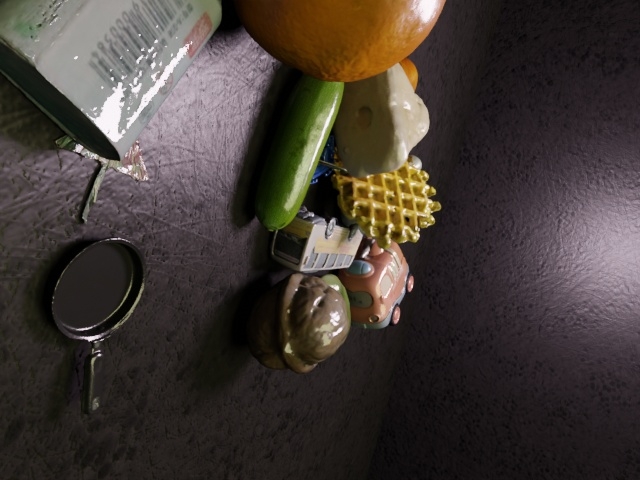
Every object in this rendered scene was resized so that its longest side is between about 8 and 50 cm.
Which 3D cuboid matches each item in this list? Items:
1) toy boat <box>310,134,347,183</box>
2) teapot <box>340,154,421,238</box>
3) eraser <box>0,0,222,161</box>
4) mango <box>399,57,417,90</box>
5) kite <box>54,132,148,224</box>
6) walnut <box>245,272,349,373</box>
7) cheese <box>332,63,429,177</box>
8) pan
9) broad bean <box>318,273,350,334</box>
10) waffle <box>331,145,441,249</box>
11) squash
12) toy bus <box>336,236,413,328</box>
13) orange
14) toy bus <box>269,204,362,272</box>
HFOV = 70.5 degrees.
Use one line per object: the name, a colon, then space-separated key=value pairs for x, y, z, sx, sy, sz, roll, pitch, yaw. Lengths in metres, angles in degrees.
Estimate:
toy boat: x=0.006 y=-0.163 z=0.955 sx=0.175 sy=0.110 sz=0.091 roll=-43 pitch=139 yaw=-48
teapot: x=0.172 y=-0.156 z=1.283 sx=0.318 sy=0.149 sz=0.220 roll=-66 pitch=157 yaw=-16
eraser: x=-0.208 y=-0.223 z=0.468 sx=0.226 sy=0.081 sz=0.174 roll=-63 pitch=150 yaw=-21
mango: x=0.183 y=-0.400 z=1.179 sx=0.252 sy=0.126 sz=0.153 roll=-31 pitch=140 yaw=-62
kite: x=-0.255 y=-0.093 z=0.542 sx=0.139 sy=0.011 sz=0.156 roll=30 pitch=77 yaw=-64
walnut: x=-0.046 y=0.171 z=0.940 sx=0.224 sy=0.225 sz=0.224 roll=-46 pitch=145 yaw=-47
cheese: x=0.134 y=-0.296 z=1.026 sx=0.251 sy=0.174 sz=0.247 roll=-35 pitch=113 yaw=-44
pan: x=-0.286 y=0.108 z=0.576 sx=0.136 sy=0.028 sz=0.234 roll=-5 pitch=106 yaw=-65
broad bean: x=0.026 y=0.191 z=1.257 sx=0.228 sy=0.100 sz=0.169 roll=66 pitch=38 yaw=-55
waffle: x=0.164 y=-0.132 z=1.133 sx=0.312 sy=0.307 sz=0.060 roll=-28 pitch=175 yaw=-39
squash: x=-0.036 y=-0.197 z=0.852 sx=0.378 sy=0.102 sz=0.101 roll=-68 pitch=157 yaw=-3
toy bus: x=0.158 y=0.116 z=1.395 sx=0.287 sy=0.194 sz=0.231 roll=-54 pitch=142 yaw=-39
orange: x=0.020 y=-0.370 z=0.609 sx=0.312 sy=0.313 sz=0.311 roll=-46 pitch=145 yaw=-47
toy bus: x=0.000 y=0.000 z=1.075 sx=0.343 sy=0.097 sz=0.137 roll=2 pitch=110 yaw=-68
